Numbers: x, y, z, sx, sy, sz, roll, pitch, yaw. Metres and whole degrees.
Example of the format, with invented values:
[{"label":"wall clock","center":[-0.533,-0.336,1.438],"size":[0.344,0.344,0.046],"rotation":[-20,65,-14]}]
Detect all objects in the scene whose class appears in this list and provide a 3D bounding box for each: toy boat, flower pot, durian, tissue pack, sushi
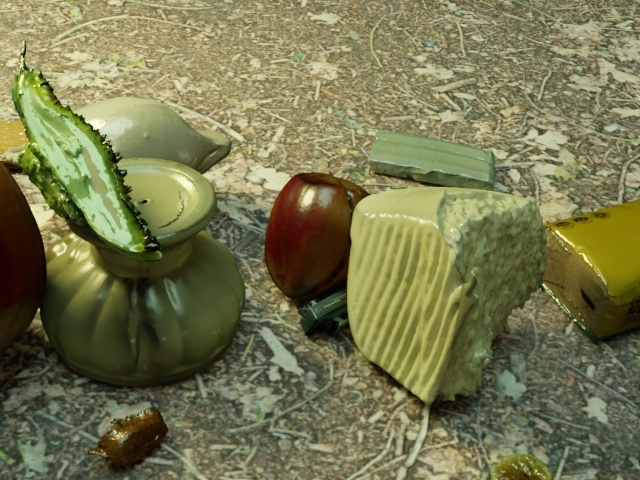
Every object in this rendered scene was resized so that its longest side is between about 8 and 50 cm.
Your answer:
[{"label":"toy boat","center":[0.034,0.102,1.635],"size":[0.141,0.055,0.060],"rotation":[-25,70,-36]},{"label":"flower pot","center":[-0.258,0.030,1.539],"size":[0.307,0.244,0.307],"rotation":[4,36,-3]},{"label":"durian","center":[-0.321,-0.105,1.407],"size":[0.132,0.107,0.375],"rotation":[-30,70,-24]},{"label":"tissue pack","center":[0.500,0.035,1.717],"size":[0.270,0.134,0.192],"rotation":[-15,42,-24]},{"label":"sushi","center":[-0.251,0.256,1.399],"size":[0.060,0.062,0.118],"rotation":[22,19,34]}]

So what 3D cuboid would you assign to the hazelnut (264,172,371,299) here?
[{"label":"hazelnut","center":[0.000,0.000,1.676],"size":[0.208,0.208,0.208],"rotation":[4,37,-3]}]

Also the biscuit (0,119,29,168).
[{"label":"biscuit","center":[-0.550,-0.175,1.945],"size":[0.224,0.033,0.144],"rotation":[-5,40,-13]}]

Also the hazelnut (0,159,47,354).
[{"label":"hazelnut","center":[-0.548,0.022,1.430],"size":[0.365,0.366,0.366],"rotation":[4,37,-3]}]

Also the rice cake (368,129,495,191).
[{"label":"rice cake","center":[0.211,-0.148,1.999],"size":[0.237,0.043,0.127],"rotation":[10,38,7]}]

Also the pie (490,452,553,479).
[{"label":"pie","center":[0.267,0.314,1.412],"size":[0.084,0.020,0.084],"rotation":[3,37,-2]}]

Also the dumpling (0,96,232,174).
[{"label":"dumpling","center":[-0.335,-0.147,1.726],"size":[0.341,0.181,0.260],"rotation":[-39,32,-30]}]

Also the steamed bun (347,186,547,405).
[{"label":"steamed bun","center":[0.193,0.057,1.552],"size":[0.272,0.291,0.273],"rotation":[-10,29,-42]}]
